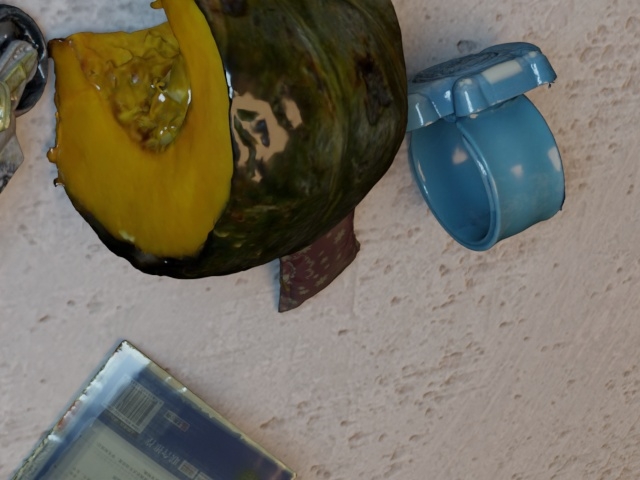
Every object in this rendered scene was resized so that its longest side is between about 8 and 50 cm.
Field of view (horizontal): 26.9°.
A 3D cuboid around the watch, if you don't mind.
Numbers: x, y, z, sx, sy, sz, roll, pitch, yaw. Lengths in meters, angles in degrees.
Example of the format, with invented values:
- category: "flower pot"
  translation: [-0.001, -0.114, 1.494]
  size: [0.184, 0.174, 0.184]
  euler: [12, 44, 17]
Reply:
- category: "watch"
  translation: [0.168, -0.090, 1.382]
  size: [0.211, 0.211, 0.193]
  euler: [-27, 108, -23]

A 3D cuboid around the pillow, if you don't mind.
- category: "pillow"
  translation: [0.000, 0.000, 1.371]
  size: [0.118, 0.043, 0.185]
  euler: [-38, 155, -20]

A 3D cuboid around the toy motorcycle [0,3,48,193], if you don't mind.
- category: "toy motorcycle"
  translation: [-0.320, -0.093, 1.012]
  size: [0.341, 0.107, 0.223]
  euler: [-65, 146, -36]

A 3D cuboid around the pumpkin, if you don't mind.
- category: "pumpkin"
  translation: [-0.076, -0.102, 1.149]
  size: [0.225, 0.303, 0.256]
  euler: [-21, 99, -34]

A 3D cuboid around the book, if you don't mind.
- category: "book"
  translation: [-0.207, 0.292, 1.336]
  size: [0.228, 0.018, 0.322]
  euler: [40, 87, -6]
